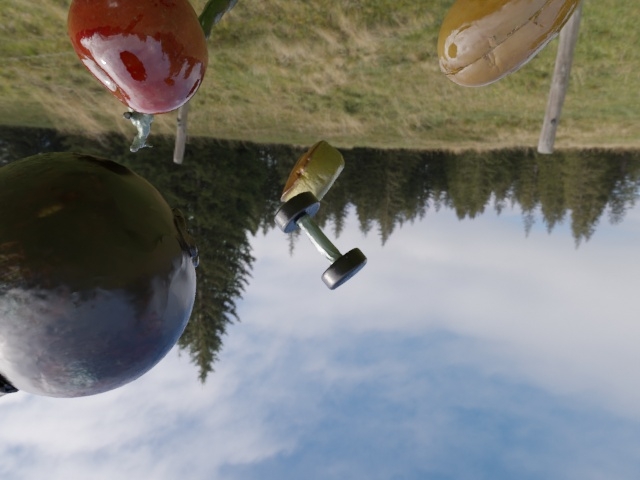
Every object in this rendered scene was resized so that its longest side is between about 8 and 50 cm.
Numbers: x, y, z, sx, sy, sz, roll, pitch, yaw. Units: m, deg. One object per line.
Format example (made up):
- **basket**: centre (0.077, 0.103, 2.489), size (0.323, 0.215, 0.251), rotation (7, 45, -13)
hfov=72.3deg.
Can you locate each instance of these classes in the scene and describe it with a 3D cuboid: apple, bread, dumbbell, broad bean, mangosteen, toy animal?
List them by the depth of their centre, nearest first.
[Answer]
- **bread**: centre (0.218, -0.256, 0.496), size (0.114, 0.189, 0.077), rotation (42, -156, -17)
- **mangosteen**: centre (-0.337, 0.051, 0.549), size (0.360, 0.305, 0.306), rotation (-18, -162, -21)
- **apple**: centre (-0.352, -0.387, 0.864), size (0.216, 0.260, 0.260), rotation (-49, -146, -18)
- **dumbbell**: centre (0.000, 0.000, 0.883), size (0.191, 0.100, 0.100), rotation (51, -154, 12)
- **broad bean**: centre (-0.249, -0.549, 1.047), size (0.047, 0.254, 0.065), rotation (19, 155, 8)
- **toy animal**: centre (-0.458, -0.337, 1.084), size (0.074, 0.216, 0.176), rotation (-13, -174, -18)
- **bread**: centre (-0.029, -0.225, 1.538), size (0.148, 0.269, 0.270), rotation (35, -169, -2)
